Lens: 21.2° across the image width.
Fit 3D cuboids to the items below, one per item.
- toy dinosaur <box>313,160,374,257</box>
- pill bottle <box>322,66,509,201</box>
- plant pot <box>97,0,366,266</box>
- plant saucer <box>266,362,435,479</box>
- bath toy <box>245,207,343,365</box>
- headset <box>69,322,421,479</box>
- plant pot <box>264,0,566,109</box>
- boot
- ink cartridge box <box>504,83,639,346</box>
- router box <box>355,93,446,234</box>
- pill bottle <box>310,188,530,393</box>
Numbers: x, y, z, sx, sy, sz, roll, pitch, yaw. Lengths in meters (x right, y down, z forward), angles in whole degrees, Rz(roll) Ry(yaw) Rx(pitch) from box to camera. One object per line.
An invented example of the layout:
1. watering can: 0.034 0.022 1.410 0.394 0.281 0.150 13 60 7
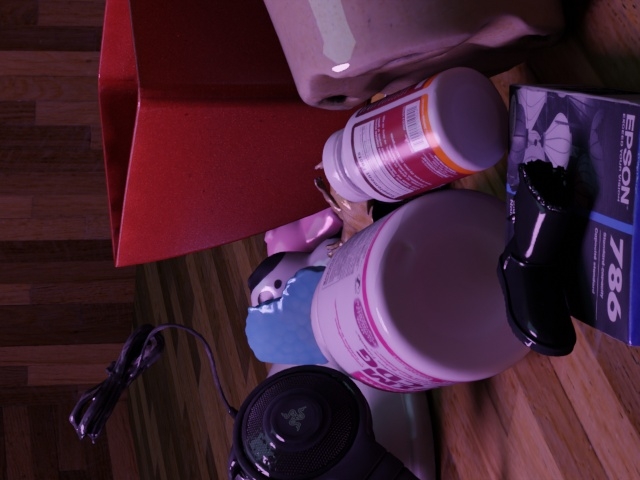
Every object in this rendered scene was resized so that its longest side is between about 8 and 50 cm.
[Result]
1. toy dinosaur: 0.035 -0.038 1.663 0.092 0.053 0.183 65 164 12
2. pill bottle: 0.074 -0.081 1.395 0.152 0.086 0.086 -19 70 48
3. plant pot: -0.093 -0.153 1.744 0.267 0.236 0.267 105 160 -50
4. plant saucer: -0.006 0.257 1.892 0.400 0.101 0.400 -178 90 -66
5. bath toy: 0.000 0.000 1.895 0.348 0.151 0.129 -85 -6 -62
6. headset: -0.037 0.222 1.624 0.185 0.394 0.243 -50 -8 -18
7. plant pot: 0.055 -0.279 1.387 0.334 0.334 0.305 148 109 -75
8. boot: 0.158 0.009 1.205 0.121 0.045 0.099 -106 22 -51
9. ink cartridge box: 0.211 -0.023 1.206 0.333 0.065 0.165 -154 64 -74
10. router box: 0.060 -0.159 1.788 0.309 0.081 0.242 -115 27 -60
11. pill bottle: 0.087 0.054 1.522 0.283 0.160 0.160 147 121 -75
